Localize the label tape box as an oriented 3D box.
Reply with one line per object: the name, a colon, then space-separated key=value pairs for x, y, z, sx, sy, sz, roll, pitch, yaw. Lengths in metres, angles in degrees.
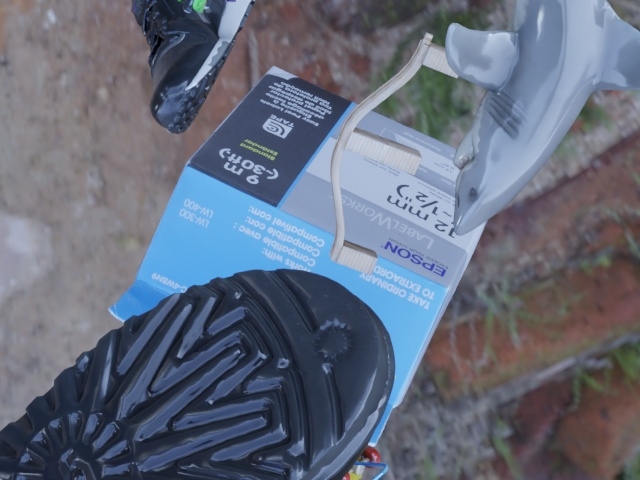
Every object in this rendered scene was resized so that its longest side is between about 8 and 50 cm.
label tape box: x=0.000 y=0.000 z=1.489 sx=0.249 sy=0.347 sz=0.115 roll=26 pitch=120 yaw=5

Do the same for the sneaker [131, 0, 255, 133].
sneaker: x=-0.154 y=-0.216 z=1.773 sx=0.124 sy=0.283 sz=0.107 roll=27 pitch=126 yaw=-7

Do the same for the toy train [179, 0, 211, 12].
toy train: x=-0.061 y=-0.171 z=0.994 sx=0.024 sy=0.017 sz=0.083 roll=-9 pitch=124 yaw=-60

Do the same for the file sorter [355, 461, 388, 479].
file sorter: x=-0.021 y=0.223 z=1.954 sx=0.104 sy=0.118 sz=0.170 roll=-38 pitch=101 yaw=-25

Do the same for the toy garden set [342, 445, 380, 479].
toy garden set: x=-0.053 y=0.237 z=2.091 sx=0.204 sy=0.244 sz=0.049 roll=-28 pitch=175 yaw=-40

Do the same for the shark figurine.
shark figurine: x=0.142 y=-0.125 z=0.939 sx=0.166 sy=0.116 sz=0.278 roll=-48 pitch=154 yaw=-25

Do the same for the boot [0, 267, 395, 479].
boot: x=-0.070 y=0.159 z=0.972 sx=0.348 sy=0.131 sz=0.260 roll=-33 pitch=151 yaw=14

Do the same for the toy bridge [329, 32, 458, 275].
toy bridge: x=0.045 y=-0.069 z=1.279 sx=0.063 sy=0.026 sz=0.188 roll=20 pitch=106 yaw=-9
